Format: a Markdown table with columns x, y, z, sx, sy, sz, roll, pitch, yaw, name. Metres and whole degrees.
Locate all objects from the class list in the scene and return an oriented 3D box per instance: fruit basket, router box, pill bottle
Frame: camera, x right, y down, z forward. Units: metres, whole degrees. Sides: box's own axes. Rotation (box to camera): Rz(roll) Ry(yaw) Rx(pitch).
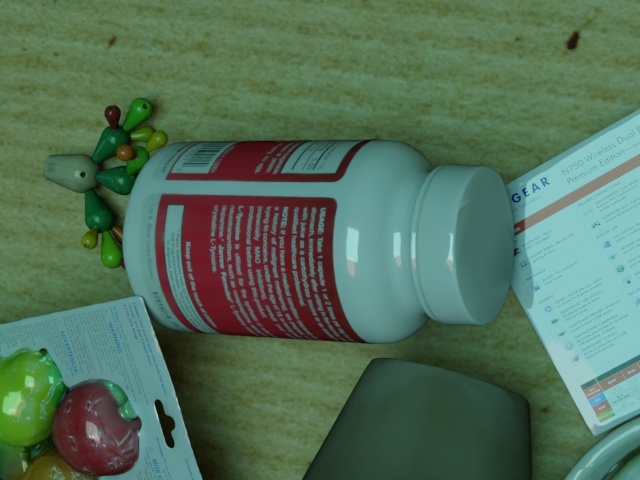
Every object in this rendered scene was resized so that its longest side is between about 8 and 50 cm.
| x | y | z | sx | sy | sz | roll | pitch | yaw | name |
| --- | --- | --- | --- | --- | --- | --- | --- | --- | --- |
| -0.297 | 0.240 | 1.889 | 0.353 | 0.165 | 0.327 | -14 | 99 | 27 | fruit basket |
| 0.386 | 0.011 | 1.747 | 0.335 | 0.082 | 0.301 | -29 | 82 | 16 | router box |
| 0.000 | 0.000 | 1.759 | 0.407 | 0.229 | 0.229 | 2 | 91 | 29 | pill bottle |

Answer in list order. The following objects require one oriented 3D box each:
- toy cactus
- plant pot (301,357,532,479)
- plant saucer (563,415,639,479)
| x | y | z | sx | sy | sz | roll | pitch | yaw | name |
| --- | --- | --- | --- | --- | --- | --- | --- | --- | --- |
| -0.274 | -0.074 | 1.955 | 0.180 | 0.112 | 0.219 | 11 | 103 | 27 | toy cactus |
| 0.112 | 0.291 | 1.744 | 0.323 | 0.323 | 0.280 | 13 | 79 | 17 | plant pot |
| 0.445 | 0.374 | 1.724 | 0.400 | 0.100 | 0.401 | 0 | 91 | 18 | plant saucer |
